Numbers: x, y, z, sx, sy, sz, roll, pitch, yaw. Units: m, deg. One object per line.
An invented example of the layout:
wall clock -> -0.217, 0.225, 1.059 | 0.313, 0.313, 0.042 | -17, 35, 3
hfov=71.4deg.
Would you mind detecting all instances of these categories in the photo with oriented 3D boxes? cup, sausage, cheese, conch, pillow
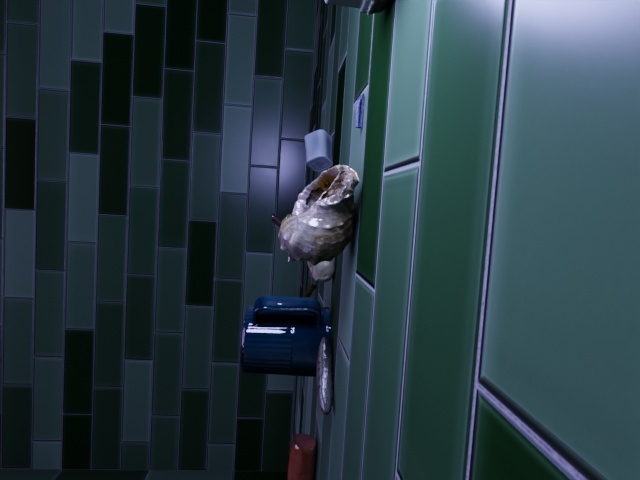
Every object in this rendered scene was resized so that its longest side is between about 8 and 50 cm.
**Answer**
cup -> 0.002, -0.337, 1.714 | 0.128, 0.095, 0.130 | 37, -136, -51
sausage -> -0.073, 0.877, 1.699 | 0.113, 0.113, 0.260 | -114, 29, -78
cheese -> -0.002, 0.000, 1.469 | 0.159, 0.092, 0.263 | -111, 18, -67
conch -> 0.016, -0.049, 1.117 | 0.291, 0.159, 0.210 | -40, 19, 26
pillow -> 0.011, 0.419, 1.369 | 0.093, 0.051, 0.241 | 108, 164, -51
cup -> -0.118, 0.337, 1.522 | 0.308, 0.291, 0.242 | 105, 167, -70

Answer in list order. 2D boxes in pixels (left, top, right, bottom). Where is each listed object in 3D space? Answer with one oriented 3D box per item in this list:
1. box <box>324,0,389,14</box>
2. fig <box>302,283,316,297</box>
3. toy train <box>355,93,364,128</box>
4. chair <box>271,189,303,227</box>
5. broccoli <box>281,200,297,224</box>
box -> 0.079, -0.512, 0.790 | 0.210, 0.129, 0.148 | 178, 94, -84
fig -> -0.097, 0.352, 2.084 | 0.191, 0.190, 0.291 | 107, -178, -69
toy train -> 0.096, -0.318, 1.091 | 0.017, 0.017, 0.084 | -147, 61, -83
chair -> -0.049, -0.037, 1.974 | 0.326, 0.183, 0.175 | 49, -175, -13
broccoli -> -0.063, -0.091, 1.755 | 0.254, 0.185, 0.303 | -37, -56, -85
